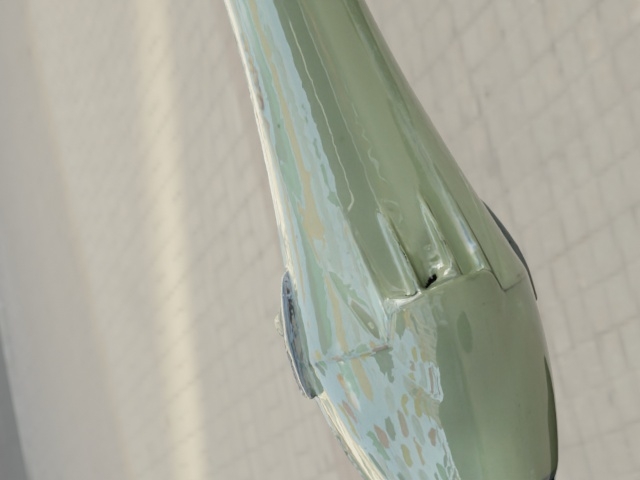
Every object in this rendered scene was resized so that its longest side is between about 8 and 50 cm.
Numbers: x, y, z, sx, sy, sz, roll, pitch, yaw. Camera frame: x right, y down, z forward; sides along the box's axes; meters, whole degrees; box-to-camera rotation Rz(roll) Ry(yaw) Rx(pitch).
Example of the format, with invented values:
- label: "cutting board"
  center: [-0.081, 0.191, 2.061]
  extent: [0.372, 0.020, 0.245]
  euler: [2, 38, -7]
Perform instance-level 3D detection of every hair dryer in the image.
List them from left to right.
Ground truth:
- label: "hair dryer"
  center: [-0.001, -0.028, 0.740]
  extent: [0.298, 0.119, 0.296]
  euler: [36, 144, 62]
